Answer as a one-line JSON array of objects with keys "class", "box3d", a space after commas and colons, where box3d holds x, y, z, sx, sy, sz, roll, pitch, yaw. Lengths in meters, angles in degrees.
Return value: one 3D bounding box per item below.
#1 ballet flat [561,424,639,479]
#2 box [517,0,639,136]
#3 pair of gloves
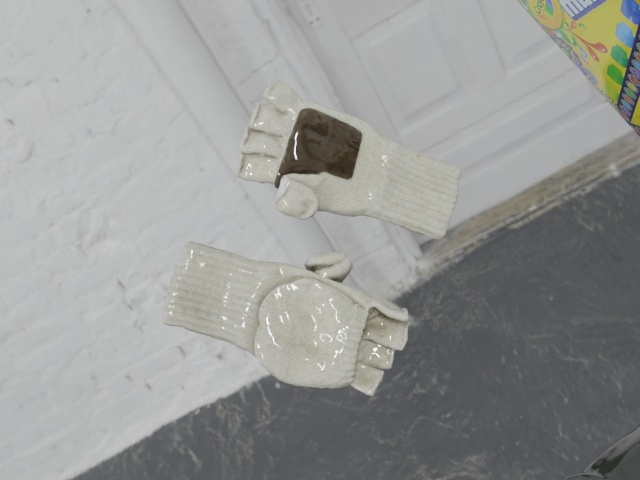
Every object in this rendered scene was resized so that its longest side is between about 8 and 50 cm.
[{"class": "ballet flat", "box3d": [0.090, 0.190, 0.284, 0.280, 0.096, 0.095, -64, 14, -10]}, {"class": "box", "box3d": [0.329, -0.169, 0.401, 0.290, 0.279, 0.177, -42, 3, 7]}, {"class": "pair of gloves", "box3d": [0.000, 0.000, 0.579, 0.042, 0.204, 0.240, 130, 164, -76]}]
